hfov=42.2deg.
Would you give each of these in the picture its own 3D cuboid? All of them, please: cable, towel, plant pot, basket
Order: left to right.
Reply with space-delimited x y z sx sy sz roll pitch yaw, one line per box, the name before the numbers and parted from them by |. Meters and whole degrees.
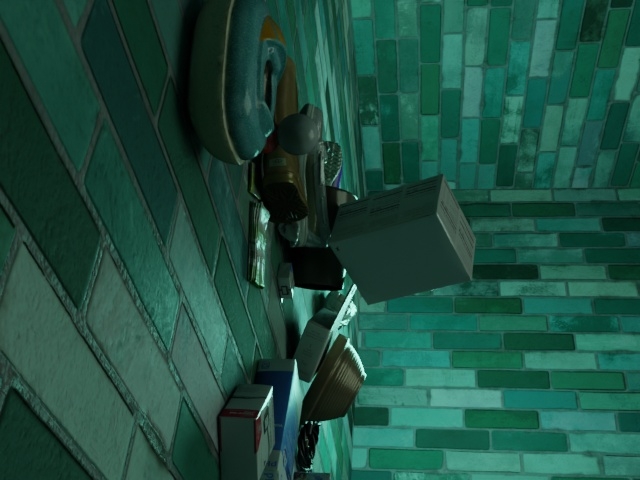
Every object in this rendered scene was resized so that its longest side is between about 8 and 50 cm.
towel | -0.121 -0.110 1.541 0.083 0.009 0.060 39 52 -80
towel | -0.113 0.010 1.555 0.113 0.023 0.152 53 37 -77
cable | -0.026 0.529 2.140 0.184 0.047 0.151 76 16 -65
basket | 0.000 0.000 1.980 0.204 0.154 0.227 33 60 -68
plant pot | 0.038 0.357 2.032 0.237 0.109 0.237 -60 173 -11

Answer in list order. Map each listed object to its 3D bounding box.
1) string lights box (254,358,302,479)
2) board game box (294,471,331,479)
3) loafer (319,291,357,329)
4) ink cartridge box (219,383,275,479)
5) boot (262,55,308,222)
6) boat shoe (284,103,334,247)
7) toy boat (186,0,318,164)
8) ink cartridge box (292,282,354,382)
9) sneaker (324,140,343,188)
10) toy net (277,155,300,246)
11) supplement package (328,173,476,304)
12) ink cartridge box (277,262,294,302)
string lights box | -0.088 0.356 1.527 0.260 0.076 0.133 -81 168 -52
board game box | -0.020 0.609 2.011 0.020 0.089 0.090 67 23 -72
loafer | 0.044 0.221 2.567 0.111 0.112 0.319 -54 170 -4
ink cartridge box | -0.117 0.309 1.347 0.150 0.063 0.109 -55 144 -77
boot | -0.071 -0.194 1.642 0.236 0.089 0.270 96 -8 -69
boat shoe | -0.019 -0.143 1.855 0.118 0.103 0.321 174 -81 -72
toy boat | -0.092 -0.217 1.221 0.318 0.148 0.268 71 20 -68
ink cartridge box | 0.016 0.198 2.045 0.296 0.066 0.261 -8 121 -83
sneaker | 0.001 -0.118 2.220 0.146 0.102 0.294 83 13 -67
toy net | -0.078 -0.103 1.788 0.122 0.045 0.232 -167 -102 -67
supplement package | 0.187 0.003 1.860 0.204 0.261 0.145 57 32 -30
ink cartridge box | -0.075 0.095 1.833 0.048 0.028 0.083 -82 170 -47
